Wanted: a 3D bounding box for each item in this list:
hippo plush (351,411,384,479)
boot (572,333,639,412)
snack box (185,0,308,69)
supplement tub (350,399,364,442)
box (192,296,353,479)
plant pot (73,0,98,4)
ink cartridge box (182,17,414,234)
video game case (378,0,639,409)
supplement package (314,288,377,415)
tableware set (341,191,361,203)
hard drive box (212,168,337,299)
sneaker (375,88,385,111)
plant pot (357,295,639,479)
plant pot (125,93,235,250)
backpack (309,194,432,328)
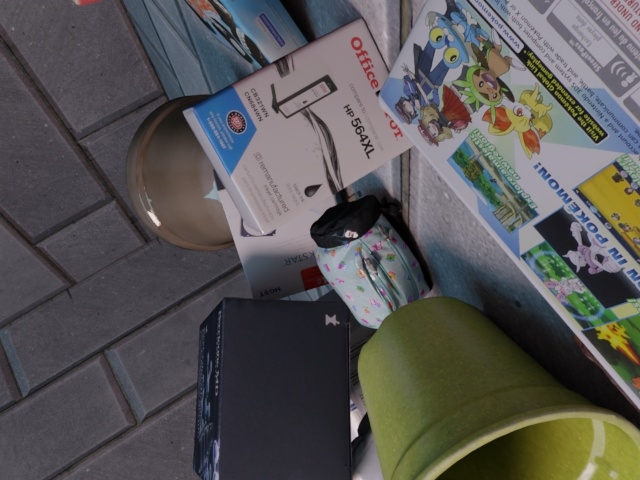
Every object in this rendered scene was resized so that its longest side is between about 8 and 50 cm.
[{"bbox_3d":[0.199,0.337,1.083,0.236,0.294,0.234,31,-174,5],"label":"hippo plush"},{"bbox_3d":[0.254,0.105,0.513,0.114,0.037,0.106,56,-177,29],"label":"boot"},{"bbox_3d":[-0.129,-0.328,0.887,0.187,0.060,0.322,48,179,-40],"label":"snack box"},{"bbox_3d":[0.148,0.463,1.491,0.325,0.235,0.235,58,170,4],"label":"supplement tub"},{"bbox_3d":[-0.100,0.275,1.139,0.395,0.212,0.293,139,133,-69],"label":"box"},{"bbox_3d":[-0.169,-0.361,0.589,0.275,0.243,0.275,55,169,16],"label":"plant pot"},{"bbox_3d":[-0.018,-0.122,0.684,0.148,0.203,0.086,61,167,-15],"label":"ink cartridge box"},{"bbox_3d":[0.178,-0.029,0.312,0.329,0.036,0.300,51,161,7],"label":"video game case"},{"bbox_3d":[0.085,0.219,1.319,0.203,0.149,0.194,62,170,-23],"label":"supplement package"},{"bbox_3d":[0.062,-0.007,1.084,0.128,0.039,0.194,58,170,1],"label":"tableware set"},{"bbox_3d":[-0.058,-0.028,1.075,0.089,0.181,0.232,-114,8,-57],"label":"hard drive box"},{"bbox_3d":[0.104,-0.099,0.572,0.161,0.057,0.075,38,152,55],"label":"sneaker"},{"bbox_3d":[0.161,0.204,0.713,0.254,0.276,0.276,-118,3,-57],"label":"plant pot"},{"bbox_3d":[-0.173,-0.130,1.235,0.280,0.323,0.323,7,130,55],"label":"plant pot"},{"bbox_3d":[0.072,0.034,0.924,0.182,0.115,0.152,56,158,-14],"label":"backpack"}]
